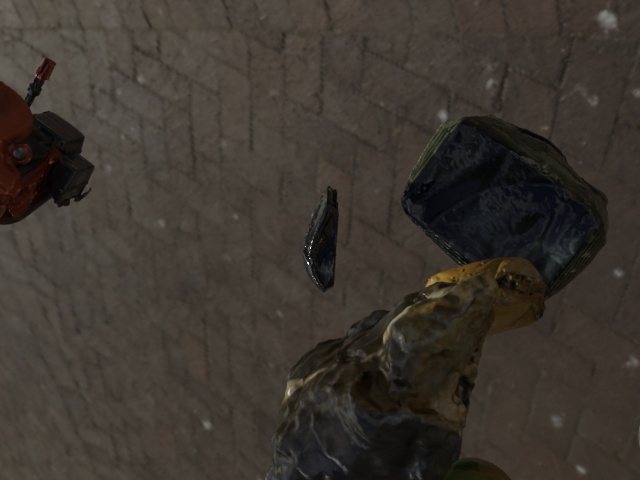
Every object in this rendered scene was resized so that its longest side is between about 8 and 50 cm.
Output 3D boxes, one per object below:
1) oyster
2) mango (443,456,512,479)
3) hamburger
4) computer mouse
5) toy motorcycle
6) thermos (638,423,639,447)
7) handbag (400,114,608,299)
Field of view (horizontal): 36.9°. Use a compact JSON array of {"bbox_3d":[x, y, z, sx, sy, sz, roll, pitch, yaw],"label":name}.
[{"bbox_3d":[0.043,0.163,0.819,0.166,0.110,0.341,43,125,-3],"label":"oyster"},{"bbox_3d":[0.202,0.436,1.521,0.114,0.251,0.156,-1,102,66],"label":"mango"},{"bbox_3d":[0.204,0.073,1.185,0.147,0.138,0.083,-15,66,18],"label":"hamburger"},{"bbox_3d":[0.000,0.000,1.689,0.062,0.106,0.192,2,107,2],"label":"computer mouse"},{"bbox_3d":[-0.369,-0.088,1.083,0.148,0.326,0.221,38,109,3],"label":"toy motorcycle"},{"bbox_3d":[0.547,0.247,1.376,0.146,0.265,0.176,-33,87,25],"label":"thermos"},{"bbox_3d":[0.333,-0.066,1.688,0.341,0.240,0.247,39,109,12],"label":"handbag"}]
